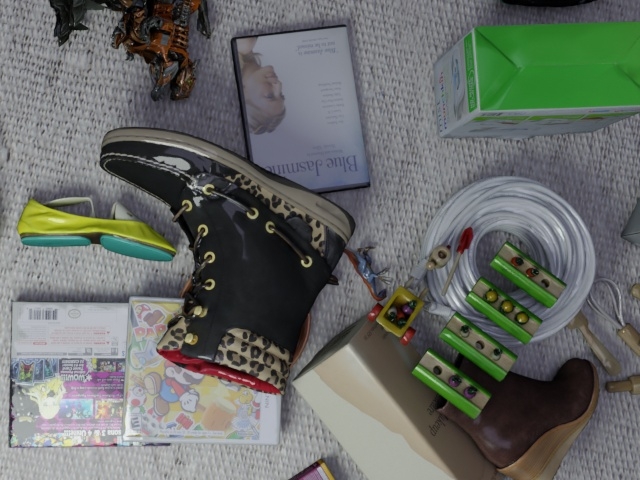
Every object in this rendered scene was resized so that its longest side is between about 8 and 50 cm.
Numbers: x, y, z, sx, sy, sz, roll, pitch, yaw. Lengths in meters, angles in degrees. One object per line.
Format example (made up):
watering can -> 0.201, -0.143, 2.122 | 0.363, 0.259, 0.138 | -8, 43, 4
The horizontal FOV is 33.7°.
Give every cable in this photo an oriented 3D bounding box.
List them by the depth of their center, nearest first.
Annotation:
cable -> 0.277, 0.033, 1.589 | 0.257, 0.089, 0.257 | 27, 79, -1

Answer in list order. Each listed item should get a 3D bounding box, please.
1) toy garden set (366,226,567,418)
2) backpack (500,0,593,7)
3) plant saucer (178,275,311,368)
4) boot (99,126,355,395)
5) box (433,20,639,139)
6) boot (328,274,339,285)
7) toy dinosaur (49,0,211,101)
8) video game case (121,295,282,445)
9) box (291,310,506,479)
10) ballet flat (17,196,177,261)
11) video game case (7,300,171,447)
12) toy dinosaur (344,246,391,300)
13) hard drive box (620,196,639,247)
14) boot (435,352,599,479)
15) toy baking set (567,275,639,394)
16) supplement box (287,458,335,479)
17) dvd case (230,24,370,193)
toy garden set -> 0.205, 0.090, 1.482 | 0.203, 0.049, 0.244 | 37, 70, 5
backpack -> 0.354, -0.427, 1.594 | 0.188, 0.166, 0.144 | -15, 87, -11
plant saucer -> -0.115, 0.117, 1.566 | 0.199, 0.037, 0.200 | 1, 86, -8
boot -> -0.160, 0.027, 1.459 | 0.377, 0.138, 0.284 | 23, 71, -14
box -> 0.320, -0.226, 1.544 | 0.261, 0.231, 0.127 | -3, 87, -7
boot -> 0.000, 0.000, 1.591 | 0.106, 0.037, 0.114 | 26, 79, -7
toy dinosaur -> -0.277, -0.360, 1.543 | 0.218, 0.164, 0.322 | -12, 70, -22
video game case -> -0.166, 0.187, 1.519 | 0.226, 0.026, 0.206 | 3, 86, -9
box -> 0.118, 0.267, 1.515 | 0.121, 0.148, 0.311 | -37, 93, 30
ballet flat -> -0.320, -0.022, 1.532 | 0.230, 0.077, 0.077 | 7, 72, -5
video game case -> -0.329, 0.192, 1.530 | 0.232, 0.042, 0.210 | 0, 86, -8
toy dinosaur -> 0.073, 0.051, 1.604 | 0.090, 0.047, 0.082 | 1, 96, 26
hard drive box -> 0.606, -0.069, 1.643 | 0.181, 0.089, 0.232 | 29, 83, -5
boot -> 0.293, 0.216, 1.544 | 0.207, 0.090, 0.248 | 42, 54, -9
toy baking set -> 0.495, 0.144, 1.649 | 0.256, 0.030, 0.197 | -8, 85, -7
supplement box -> -0.017, 0.369, 1.559 | 0.083, 0.043, 0.055 | -31, 91, -9
dvd case -> -0.030, -0.193, 1.603 | 0.180, 0.022, 0.253 | -8, 88, -8
